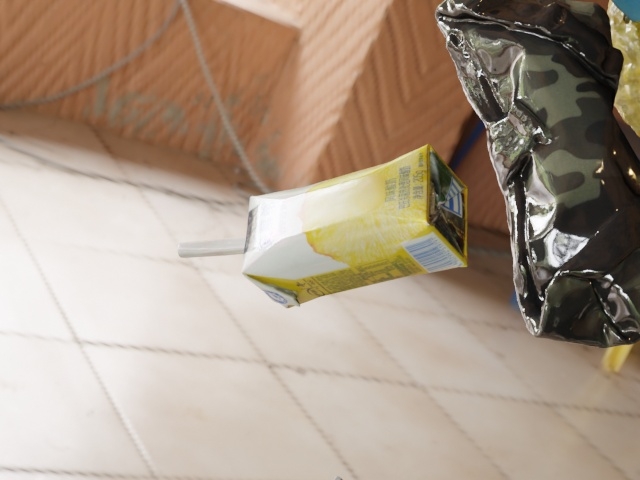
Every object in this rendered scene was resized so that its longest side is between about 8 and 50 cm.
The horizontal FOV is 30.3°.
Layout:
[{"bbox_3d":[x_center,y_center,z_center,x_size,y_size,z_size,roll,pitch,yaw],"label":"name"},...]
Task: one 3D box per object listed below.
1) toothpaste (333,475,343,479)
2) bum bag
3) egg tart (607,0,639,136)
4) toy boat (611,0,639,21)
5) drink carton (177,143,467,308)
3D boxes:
[{"bbox_3d":[0.023,0.313,1.110,0.056,0.314,0.058,23,59,21],"label":"toothpaste"},{"bbox_3d":[0.197,-0.073,0.952,0.144,0.095,0.341,-9,64,-9],"label":"bum bag"},{"bbox_3d":[0.437,-0.214,1.231,0.294,0.294,0.123,22,7,-7],"label":"egg tart"},{"bbox_3d":[0.230,-0.239,0.863,0.075,0.077,0.185,2,-28,42],"label":"toy boat"},{"bbox_3d":[0.000,0.000,0.815,0.200,0.084,0.074,-15,-33,30],"label":"drink carton"}]
